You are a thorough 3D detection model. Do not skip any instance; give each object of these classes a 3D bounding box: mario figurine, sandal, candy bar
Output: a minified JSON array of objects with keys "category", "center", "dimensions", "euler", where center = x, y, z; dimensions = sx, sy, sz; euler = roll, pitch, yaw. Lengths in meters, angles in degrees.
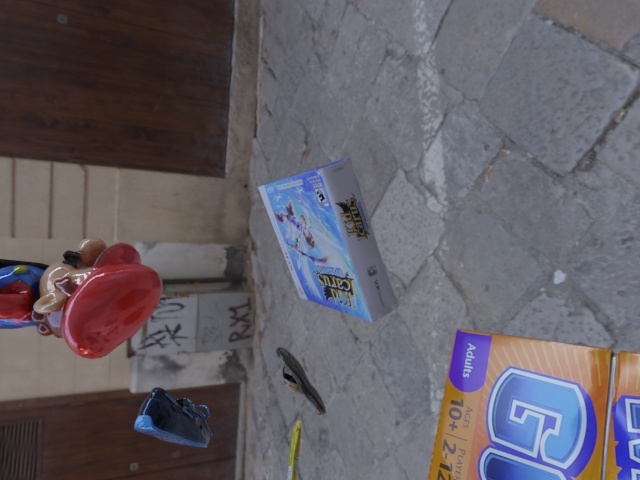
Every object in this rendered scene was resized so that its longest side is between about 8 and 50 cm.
[{"category":"mario figurine","center":[-0.358,0.049,0.559],"dimensions":[0.198,0.321,0.170],"euler":[-72,-22,-68]},{"category":"sandal","center":[-0.065,0.397,1.197],"dimensions":[0.219,0.060,0.090],"euler":[55,-179,1]},{"category":"candy bar","center":[-0.060,0.496,0.983],"dimensions":[0.040,0.018,0.161],"euler":[138,141,-66]}]

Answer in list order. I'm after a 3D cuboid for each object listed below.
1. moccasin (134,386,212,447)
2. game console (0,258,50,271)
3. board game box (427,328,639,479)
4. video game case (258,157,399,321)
[{"category":"moccasin","center":[-0.375,0.492,1.182],"dimensions":[0.342,0.138,0.116],"euler":[83,-167,-57]},{"category":"game console","center":[-0.590,0.079,0.612],"dimensions":[0.044,0.362,0.213],"euler":[25,102,55]},{"category":"board game box","center":[0.368,0.342,0.501],"dimensions":[0.357,0.356,0.356],"euler":[-1,66,45]},{"category":"video game case","center":[0.000,0.000,0.749],"dimensions":[0.270,0.061,0.244],"euler":[2,115,64]}]
